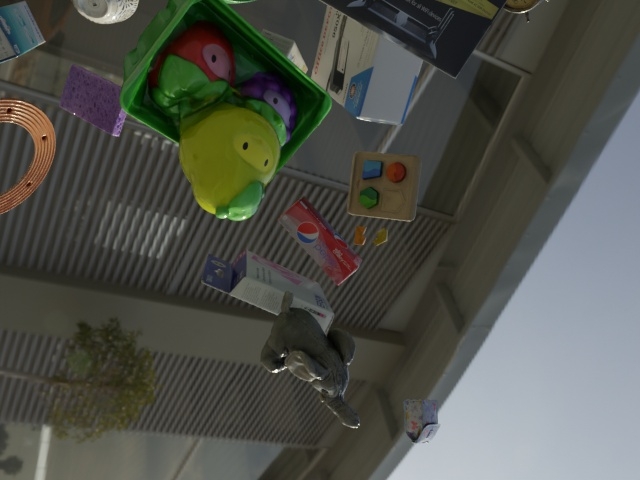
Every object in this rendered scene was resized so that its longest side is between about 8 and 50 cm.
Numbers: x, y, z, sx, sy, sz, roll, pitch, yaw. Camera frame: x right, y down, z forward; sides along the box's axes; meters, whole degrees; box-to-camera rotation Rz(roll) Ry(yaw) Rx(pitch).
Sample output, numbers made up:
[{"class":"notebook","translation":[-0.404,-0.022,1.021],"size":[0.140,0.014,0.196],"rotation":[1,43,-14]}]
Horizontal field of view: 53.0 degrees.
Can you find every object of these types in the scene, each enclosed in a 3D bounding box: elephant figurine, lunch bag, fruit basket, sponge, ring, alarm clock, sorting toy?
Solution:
[{"class":"elephant figurine","translation":[0.001,0.257,1.377],"size":[0.239,0.186,0.169],"rotation":[30,-98,37]},{"class":"lunch bag","translation":[0.200,0.355,1.260],"size":[0.053,0.071,0.083],"rotation":[-9,-108,35]},{"class":"fruit basket","translation":[-0.156,-0.223,1.144],"size":[0.283,0.392,0.392],"rotation":[-49,-148,11]},{"class":"sponge","translation":[-0.567,-0.355,1.618],"size":[0.210,0.031,0.117],"rotation":[28,-77,23]},{"class":"ring","translation":[-0.794,-0.196,1.546],"size":[0.032,0.336,0.337],"rotation":[37,-63,20]},{"class":"alarm clock","translation":[0.445,-0.603,1.455],"size":[0.064,0.192,0.129],"rotation":[-43,178,-41]},{"class":"sorting toy","translation":[0.199,-0.132,2.092],"size":[0.228,0.041,0.308],"rotation":[8,-88,19]}]

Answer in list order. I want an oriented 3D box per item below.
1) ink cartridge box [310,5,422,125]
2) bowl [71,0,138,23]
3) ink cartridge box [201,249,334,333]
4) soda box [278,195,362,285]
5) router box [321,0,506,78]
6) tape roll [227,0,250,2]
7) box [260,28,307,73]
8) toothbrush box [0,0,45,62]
[{"class":"ink cartridge box","translation":[0.135,-0.554,1.931],"size":[0.395,0.166,0.286],"rotation":[-126,-135,-54]},{"class":"bowl","translation":[-0.518,-0.571,1.497],"size":[0.170,0.170,0.080],"rotation":[-52,-156,41]},{"class":"ink cartridge box","translation":[-0.139,0.109,1.678],"size":[0.072,0.330,0.324],"rotation":[-63,-169,6]},{"class":"soda box","translation":[0.000,0.000,1.878],"size":[0.092,0.263,0.083],"rotation":[-41,-176,17]},{"class":"router box","translation":[0.167,-0.453,1.074],"size":[0.243,0.308,0.081],"rotation":[-56,-153,23]},{"class":"tape roll","translation":[-0.224,-0.775,1.633],"size":[0.077,0.321,0.322],"rotation":[28,-77,56]},{"class":"box","translation":[-0.127,-0.548,1.991],"size":[0.103,0.114,0.203],"rotation":[-64,166,-4]},{"class":"toothbrush box","translation":[-0.889,-0.530,1.696],"size":[0.295,0.216,0.126],"rotation":[-111,-178,-63]}]
